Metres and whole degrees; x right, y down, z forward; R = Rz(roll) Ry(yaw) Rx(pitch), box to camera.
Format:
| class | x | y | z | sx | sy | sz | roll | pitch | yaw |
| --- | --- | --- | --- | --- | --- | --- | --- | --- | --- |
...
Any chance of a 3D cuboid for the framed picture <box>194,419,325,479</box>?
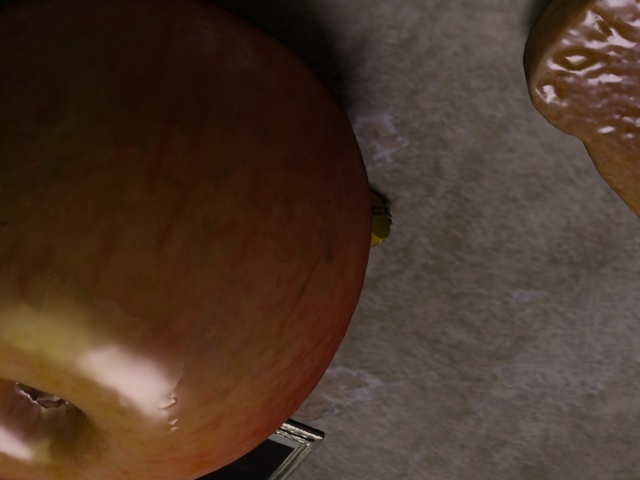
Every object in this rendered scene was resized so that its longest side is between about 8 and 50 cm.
| class | x | y | z | sx | sy | sz | roll | pitch | yaw |
| --- | --- | --- | --- | --- | --- | --- | --- | --- | --- |
| framed picture | -0.170 | 0.223 | 1.337 | 0.293 | 0.018 | 0.231 | 23 | 139 | -10 |

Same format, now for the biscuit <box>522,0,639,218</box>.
| class | x | y | z | sx | sy | sz | roll | pitch | yaw |
| --- | --- | --- | --- | --- | --- | --- | --- | --- | --- |
| biscuit | 0.324 | -0.096 | 0.808 | 0.344 | 0.057 | 0.287 | 36 | 135 | -22 |

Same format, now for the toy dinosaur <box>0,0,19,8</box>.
| class | x | y | z | sx | sy | sz | roll | pitch | yaw |
| --- | --- | --- | --- | --- | --- | --- | --- | --- | --- |
| toy dinosaur | -0.270 | -0.265 | 0.778 | 0.206 | 0.092 | 0.393 | -14 | 140 | 37 |

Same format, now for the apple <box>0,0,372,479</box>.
| class | x | y | z | sx | sy | sz | roll | pitch | yaw |
| --- | --- | --- | --- | --- | --- | --- | --- | --- | --- |
| apple | -0.147 | 0.006 | 0.836 | 0.364 | 0.363 | 0.363 | 9 | 139 | 8 |

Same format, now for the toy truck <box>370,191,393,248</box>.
| class | x | y | z | sx | sy | sz | roll | pitch | yaw |
| --- | --- | --- | --- | --- | --- | --- | --- | --- | --- |
| toy truck | 0.000 | 0.000 | 1.011 | 0.123 | 0.052 | 0.063 | -28 | 159 | 38 |
